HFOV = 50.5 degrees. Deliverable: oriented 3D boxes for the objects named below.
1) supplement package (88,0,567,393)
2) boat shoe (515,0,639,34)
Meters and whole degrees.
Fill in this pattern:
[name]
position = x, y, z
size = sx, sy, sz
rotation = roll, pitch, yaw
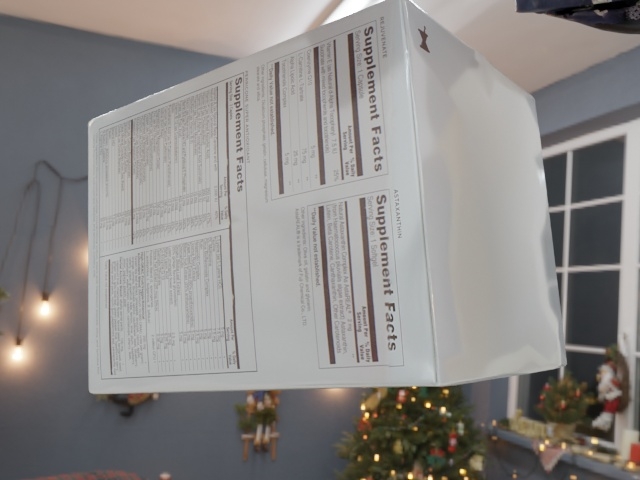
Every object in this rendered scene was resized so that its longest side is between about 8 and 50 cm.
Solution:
[supplement package]
position = 0.000, 0.000, 0.472
size = 0.262, 0.198, 0.199
rotation = -11, -12, 35
[boat shoe]
position = 0.196, -0.292, 0.404
size = 0.127, 0.341, 0.158
rotation = -10, 17, -42
